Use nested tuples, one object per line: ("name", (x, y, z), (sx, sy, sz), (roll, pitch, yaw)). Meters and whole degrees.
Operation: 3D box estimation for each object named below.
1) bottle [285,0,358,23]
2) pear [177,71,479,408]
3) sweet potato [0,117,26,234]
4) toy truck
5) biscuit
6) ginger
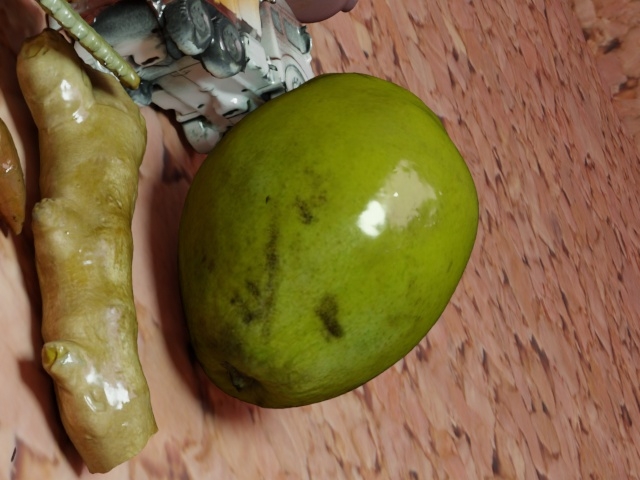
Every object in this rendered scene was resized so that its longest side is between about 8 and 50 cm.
("bottle", (-0.016, -0.306, 1.847), (0.120, 0.120, 0.253), (51, 26, -43))
("pear", (0.000, 0.000, 1.407), (0.212, 0.212, 0.269), (54, 49, -39))
("sweet potato", (-0.197, -0.047, 1.185), (0.034, 0.034, 0.095), (-72, 147, -63))
("toy truck", (-0.104, -0.162, 1.460), (0.270, 0.114, 0.135), (31, 46, -59))
("biscuit", (-0.203, -0.184, 1.227), (0.231, 0.016, 0.139), (45, 0, -45))
("ginger", (-0.142, 0.005, 1.233), (0.118, 0.065, 0.298), (36, 37, -50))
